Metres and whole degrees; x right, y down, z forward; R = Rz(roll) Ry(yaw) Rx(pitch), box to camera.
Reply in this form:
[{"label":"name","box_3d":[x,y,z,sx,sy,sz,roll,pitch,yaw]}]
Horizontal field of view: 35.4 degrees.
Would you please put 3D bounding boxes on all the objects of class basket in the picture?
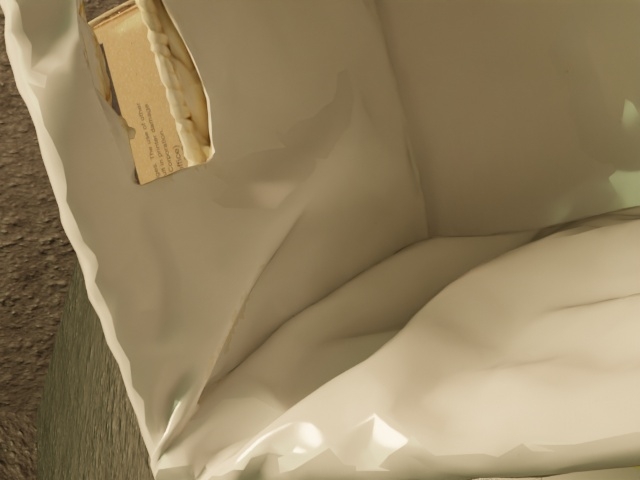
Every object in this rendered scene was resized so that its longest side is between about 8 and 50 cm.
[{"label":"basket","box_3d":[0.087,-0.111,0.388,0.331,0.266,0.328,-13,97,29]}]

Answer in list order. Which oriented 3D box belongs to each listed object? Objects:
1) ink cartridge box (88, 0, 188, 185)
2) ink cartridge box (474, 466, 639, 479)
[{"label":"ink cartridge box","box_3d":[-0.015,-0.045,0.598,0.088,0.235,0.193,-13,93,40]},{"label":"ink cartridge box","box_3d":[0.152,0.197,0.520,0.056,0.171,0.235,26,-110,-68]}]
